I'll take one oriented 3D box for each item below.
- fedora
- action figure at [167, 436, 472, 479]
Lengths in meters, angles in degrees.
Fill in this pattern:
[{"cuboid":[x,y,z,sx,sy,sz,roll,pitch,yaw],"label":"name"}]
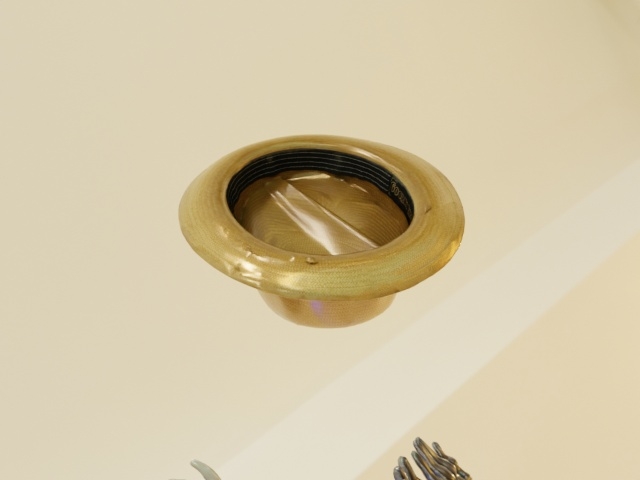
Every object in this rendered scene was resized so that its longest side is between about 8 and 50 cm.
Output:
[{"cuboid":[0.000,0.000,0.563,0.194,0.194,0.079,-35,-42,-39],"label":"fedora"},{"cuboid":[-0.056,0.178,0.389,0.141,0.276,0.164,59,-168,4],"label":"action figure"}]
